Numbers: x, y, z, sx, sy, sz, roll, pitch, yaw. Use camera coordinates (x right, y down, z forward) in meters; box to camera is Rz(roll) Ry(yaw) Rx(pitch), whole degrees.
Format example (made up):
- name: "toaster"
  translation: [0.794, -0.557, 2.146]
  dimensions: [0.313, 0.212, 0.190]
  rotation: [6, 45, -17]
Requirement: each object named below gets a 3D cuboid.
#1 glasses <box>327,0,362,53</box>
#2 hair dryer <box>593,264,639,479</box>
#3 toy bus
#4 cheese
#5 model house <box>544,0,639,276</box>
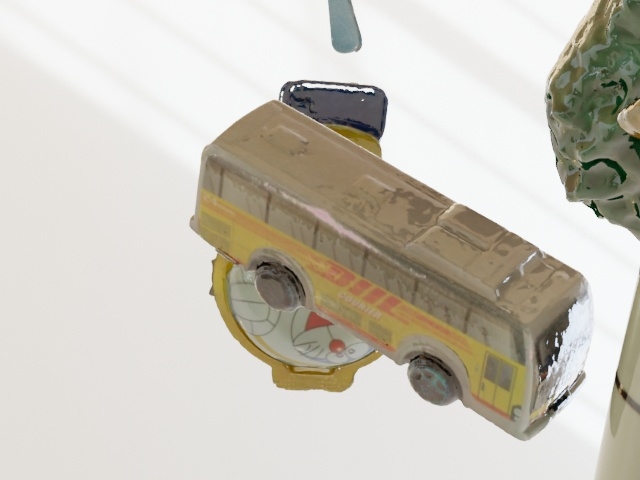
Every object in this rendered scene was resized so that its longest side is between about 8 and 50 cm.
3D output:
- name: "glasses"
  translation: [0.055, -0.227, 1.050]
  dimensions: [0.088, 0.221, 0.190]
  rotation: [3, -158, 6]
- name: "hair dryer"
  translation: [0.344, 0.112, 1.053]
  dimensions: [0.362, 0.203, 0.128]
  rotation: [13, -155, 10]
- name: "toy bus"
  translation: [0.044, 0.013, 1.171]
  dimensions: [0.092, 0.268, 0.106]
  rotation: [-39, 150, -39]
- name: "cheese"
  translation: [0.000, 0.000, 1.532]
  dimensions: [0.177, 0.270, 0.069]
  rotation: [4, -160, -2]
- name: "model house"
  translation: [0.216, -0.030, 0.663]
  dimensions: [0.230, 0.249, 0.280]
  rotation: [29, 121, -4]
